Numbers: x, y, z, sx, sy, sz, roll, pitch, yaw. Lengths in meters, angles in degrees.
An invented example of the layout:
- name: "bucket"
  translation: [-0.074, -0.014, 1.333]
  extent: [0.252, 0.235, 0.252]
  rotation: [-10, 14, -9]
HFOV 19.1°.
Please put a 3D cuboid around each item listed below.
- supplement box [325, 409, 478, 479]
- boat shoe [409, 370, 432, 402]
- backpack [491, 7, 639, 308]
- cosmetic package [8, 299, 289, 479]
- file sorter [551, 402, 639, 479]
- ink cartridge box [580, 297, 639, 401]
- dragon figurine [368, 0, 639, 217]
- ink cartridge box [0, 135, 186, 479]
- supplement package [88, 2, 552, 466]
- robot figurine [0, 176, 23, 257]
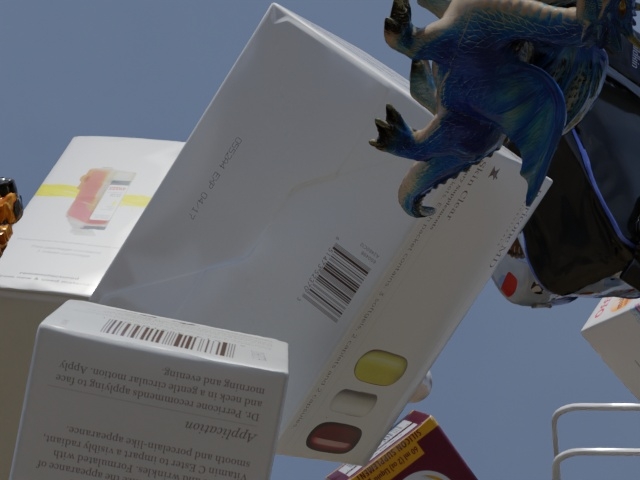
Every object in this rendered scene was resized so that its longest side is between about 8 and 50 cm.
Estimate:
- name: "supplement box"
  translation: [0.103, 0.253, 1.651]
  extent: [0.188, 0.104, 0.081]
  rotation: [54, -8, -4]
- name: "boat shoe"
  translation: [0.011, 0.091, 1.805]
  extent: [0.084, 0.095, 0.258]
  rotation: [46, -5, -37]
- name: "backpack"
  translation: [0.260, -0.055, 1.771]
  extent: [0.263, 0.276, 0.213]
  rotation: [2, -23, -46]
- name: "cosmetic package"
  translation: [-0.108, 0.144, 1.165]
  extent: [0.151, 0.184, 0.151]
  rotation: [12, 4, -2]
- name: "file sorter"
  translation: [0.329, 0.322, 1.988]
  extent: [0.193, 0.278, 0.173]
  rotation: [0, -45, 10]
- name: "ink cartridge box"
  translation: [0.447, 0.078, 2.122]
  extent: [0.168, 0.171, 0.232]
  rotation: [48, -39, -9]
- name: "dragon figurine"
  translation: [0.112, -0.081, 1.106]
  extent: [0.144, 0.085, 0.289]
  rotation: [20, -44, 14]
- name: "ink cartridge box"
  translation: [-0.244, 0.087, 2.084]
  extent: [0.160, 0.385, 0.279]
  rotation: [5, -63, 8]
- name: "supplement package"
  translation: [0.000, 0.000, 1.391]
  extent: [0.204, 0.262, 0.145]
  rotation: [37, 10, 30]
- name: "robot figurine"
  translation: [-0.410, 0.008, 1.741]
  extent: [0.291, 0.211, 0.085]
  rotation: [-11, -73, 4]
